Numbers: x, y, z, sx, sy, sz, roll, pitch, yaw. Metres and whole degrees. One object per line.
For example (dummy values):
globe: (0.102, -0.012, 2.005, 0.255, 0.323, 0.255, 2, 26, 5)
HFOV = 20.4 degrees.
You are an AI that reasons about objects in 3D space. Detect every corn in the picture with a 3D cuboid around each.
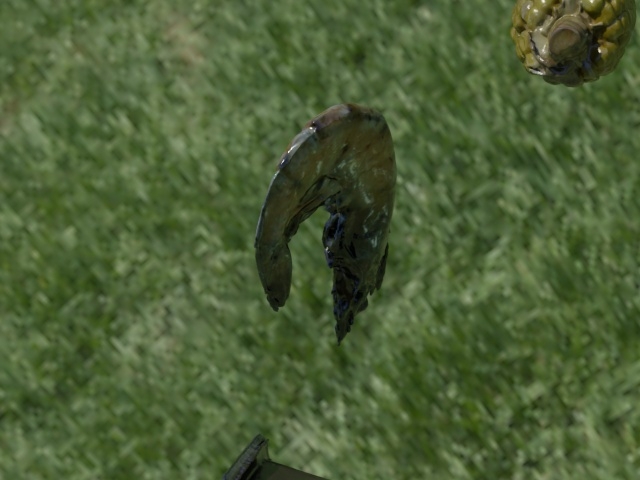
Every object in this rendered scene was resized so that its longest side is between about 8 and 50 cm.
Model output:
corn: (0.204, -0.180, 1.409, 0.097, 0.097, 0.262, -24, 9, 19)

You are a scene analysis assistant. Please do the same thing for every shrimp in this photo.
shrimp: (0.000, 0.000, 2.085, 0.071, 0.365, 0.233, 34, 49, 31)

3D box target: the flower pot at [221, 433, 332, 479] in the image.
flower pot: (-0.028, 0.280, 1.308, 0.084, 0.251, 0.179, 6, 11, 10)
